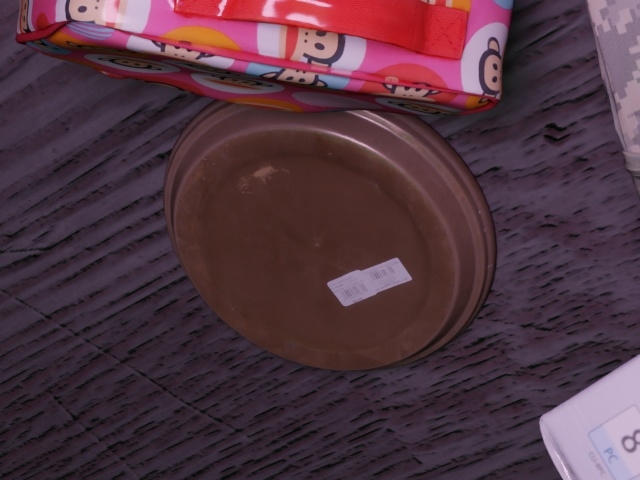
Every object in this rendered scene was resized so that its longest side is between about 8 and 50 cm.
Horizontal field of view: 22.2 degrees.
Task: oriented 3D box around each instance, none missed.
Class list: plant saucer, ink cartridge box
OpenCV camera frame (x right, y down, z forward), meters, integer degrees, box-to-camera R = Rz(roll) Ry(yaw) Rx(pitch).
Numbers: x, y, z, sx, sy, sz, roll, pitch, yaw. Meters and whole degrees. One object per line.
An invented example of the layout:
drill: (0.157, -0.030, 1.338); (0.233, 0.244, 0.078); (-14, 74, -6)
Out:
plant saucer: (0.000, 0.000, 1.290); (0.278, 0.041, 0.278); (10, 127, 14)
ink cartridge box: (0.358, 0.035, 1.017); (0.385, 0.308, 0.091); (-38, 72, 27)

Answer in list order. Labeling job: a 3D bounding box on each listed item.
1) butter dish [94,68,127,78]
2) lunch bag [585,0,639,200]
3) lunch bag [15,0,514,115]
butter dish: (-0.149, -0.182, 1.163); (0.160, 0.118, 0.160); (42, 128, -12)
lunch bag: (0.308, -0.145, 0.946); (0.305, 0.212, 0.256); (-17, 112, 27)
lunch bag: (-0.033, -0.145, 1.011); (0.293, 0.258, 0.120); (8, 93, -21)
